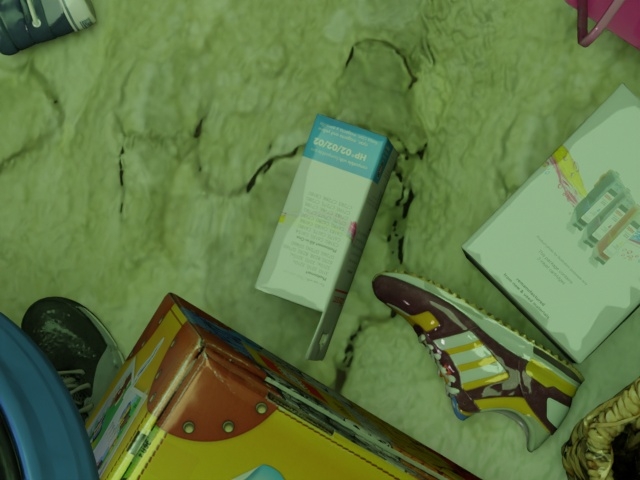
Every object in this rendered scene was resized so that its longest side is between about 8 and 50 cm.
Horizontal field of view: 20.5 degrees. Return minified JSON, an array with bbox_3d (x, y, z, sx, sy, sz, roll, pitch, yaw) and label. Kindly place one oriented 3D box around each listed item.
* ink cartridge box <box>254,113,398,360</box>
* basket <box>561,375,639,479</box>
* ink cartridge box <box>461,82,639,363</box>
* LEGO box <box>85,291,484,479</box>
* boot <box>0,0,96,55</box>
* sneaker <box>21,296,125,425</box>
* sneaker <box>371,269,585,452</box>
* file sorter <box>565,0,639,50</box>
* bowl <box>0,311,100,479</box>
[{"bbox_3d":[0.000,0.000,1.396,0.061,0.104,0.181,19,88,9],"label":"ink cartridge box"},{"bbox_3d":[0.323,0.210,1.260,0.213,0.223,0.299,-34,83,-12],"label":"basket"},{"bbox_3d":[0.214,-0.010,1.358,0.176,0.128,0.127,-45,82,1],"label":"ink cartridge box"},{"bbox_3d":[-0.078,0.354,1.279,0.372,0.193,0.500,32,90,-14],"label":"LEGO box"},{"bbox_3d":[-0.259,-0.251,1.465,0.086,0.069,0.190,-22,85,2],"label":"boot"},{"bbox_3d":[-0.193,0.151,1.396,0.086,0.132,0.229,-19,84,6],"label":"sneaker"},{"bbox_3d":[0.111,0.093,1.394,0.185,0.069,0.084,30,88,10],"label":"sneaker"},{"bbox_3d":[0.349,-0.158,1.265,0.290,0.182,0.202,32,113,-5],"label":"file sorter"},{"bbox_3d":[-0.332,0.205,1.160,0.391,0.077,0.391,-4,78,18],"label":"bowl"}]
